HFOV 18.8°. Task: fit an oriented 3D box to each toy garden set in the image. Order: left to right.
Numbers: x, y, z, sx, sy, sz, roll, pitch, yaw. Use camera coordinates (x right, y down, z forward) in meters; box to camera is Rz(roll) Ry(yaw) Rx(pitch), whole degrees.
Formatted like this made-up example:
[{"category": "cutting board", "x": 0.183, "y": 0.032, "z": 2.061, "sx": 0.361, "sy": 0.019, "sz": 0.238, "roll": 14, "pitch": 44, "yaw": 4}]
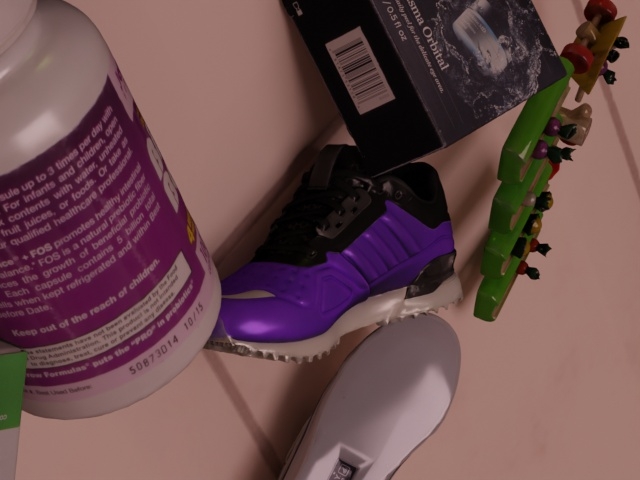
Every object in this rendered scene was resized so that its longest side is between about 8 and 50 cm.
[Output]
[{"category": "toy garden set", "x": 0.202, "y": -0.068, "z": 1.645, "sx": 0.244, "sy": 0.049, "sz": 0.204, "roll": 93, "pitch": 23, "yaw": -56}]

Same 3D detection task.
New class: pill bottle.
[{"category": "pill bottle", "x": -0.186, "y": -0.045, "z": 1.194, "sx": 0.169, "sy": 0.169, "sz": 0.301, "roll": -48, "pitch": 135, "yaw": -27}]

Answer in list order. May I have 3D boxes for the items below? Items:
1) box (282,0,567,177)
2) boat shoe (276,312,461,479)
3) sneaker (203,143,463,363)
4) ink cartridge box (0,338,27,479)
[{"category": "box", "x": 0.081, "y": -0.155, "z": 1.474, "sx": 0.158, "sy": 0.093, "sz": 0.156, "roll": -31, "pitch": 97, "yaw": -39}, {"category": "boat shoe", "x": 0.021, "y": 0.176, "z": 1.569, "sx": 0.096, "sy": 0.088, "sz": 0.267, "roll": 28, "pitch": 82, "yaw": -11}, {"category": "sneaker", "x": 0.000, "y": 0.000, "z": 1.486, "sx": 0.293, "sy": 0.102, "sz": 0.146, "roll": -16, "pitch": 110, "yaw": -50}, {"category": "ink cartridge box", "x": -0.266, "y": 0.151, "z": 1.186, "sx": 0.087, "sy": 0.153, "sz": 0.208, "roll": -5, "pitch": 106, "yaw": -47}]
